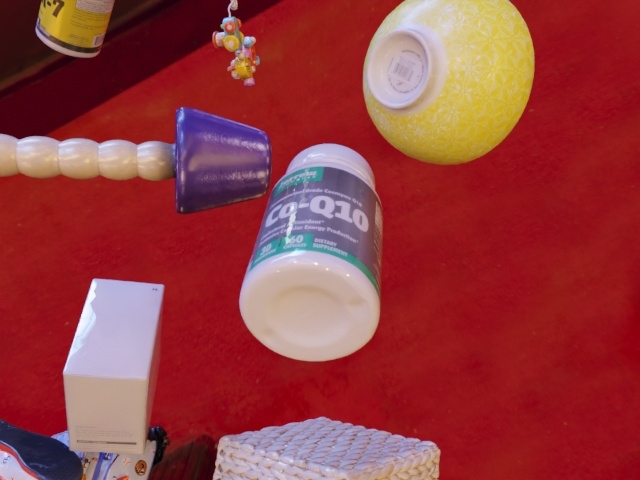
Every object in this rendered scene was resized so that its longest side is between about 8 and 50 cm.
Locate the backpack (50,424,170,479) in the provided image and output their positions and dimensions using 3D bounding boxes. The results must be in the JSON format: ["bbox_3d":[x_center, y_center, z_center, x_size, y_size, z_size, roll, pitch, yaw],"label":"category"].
[{"bbox_3d":[-0.463,0.511,1.189,0.213,0.277,0.263,20,55,-37],"label":"backpack"}]

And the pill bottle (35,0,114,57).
[{"bbox_3d":[-0.440,-0.456,1.071,0.119,0.119,0.208,28,122,-6],"label":"pill bottle"}]

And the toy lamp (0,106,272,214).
[{"bbox_3d":[-0.172,-0.056,0.399,0.275,0.080,0.080,-2,99,-16],"label":"toy lamp"}]

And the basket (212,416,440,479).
[{"bbox_3d":[0.006,0.492,1.052,0.329,0.331,0.266,-1,83,39],"label":"basket"}]

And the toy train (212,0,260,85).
[{"bbox_3d":[-0.149,-0.342,1.021,0.046,0.166,0.125,-8,65,8],"label":"toy train"}]

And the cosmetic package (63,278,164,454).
[{"bbox_3d":[-0.370,0.228,1.068,0.138,0.224,0.224,8,127,-12],"label":"cosmetic package"}]

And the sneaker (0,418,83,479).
[{"bbox_3d":[-0.551,0.432,1.068,0.270,0.090,0.144,16,104,17],"label":"sneaker"}]

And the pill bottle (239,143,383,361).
[{"bbox_3d":[0.000,0.000,0.955,0.204,0.361,0.204,3,127,4],"label":"pill bottle"}]

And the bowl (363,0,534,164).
[{"bbox_3d":[0.164,-0.262,0.916,0.290,0.156,0.289,8,101,42],"label":"bowl"}]
